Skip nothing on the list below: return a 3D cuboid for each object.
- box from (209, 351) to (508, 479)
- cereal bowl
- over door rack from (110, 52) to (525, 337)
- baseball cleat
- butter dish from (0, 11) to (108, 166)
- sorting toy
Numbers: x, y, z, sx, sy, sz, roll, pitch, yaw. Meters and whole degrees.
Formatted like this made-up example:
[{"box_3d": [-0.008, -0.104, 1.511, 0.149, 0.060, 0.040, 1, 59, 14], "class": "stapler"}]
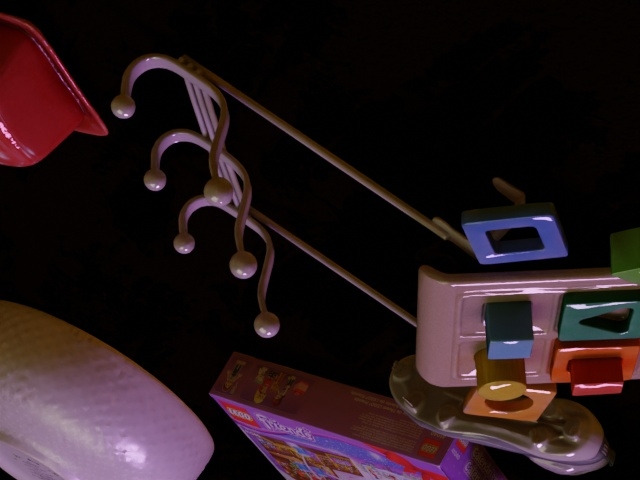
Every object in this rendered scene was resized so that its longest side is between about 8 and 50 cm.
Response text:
[{"box_3d": [0.052, 0.216, 1.964, 0.293, 0.057, 0.201, 14, 153, 37], "class": "box"}, {"box_3d": [-0.305, 0.221, 2.336, 0.339, 0.141, 0.339, 26, 157, 12], "class": "cereal bowl"}, {"box_3d": [0.000, 0.000, 1.497, 0.324, 0.108, 0.239, 23, 158, 19], "class": "over door rack"}, {"box_3d": [0.156, 0.159, 1.689, 0.206, 0.072, 0.109, 20, 163, 35], "class": "baseball cleat"}, {"box_3d": [-0.282, -0.114, 1.604, 0.160, 0.118, 0.160, 17, 154, 31], "class": "butter dish"}, {"box_3d": [0.167, 0.076, 1.424, 0.196, 0.047, 0.347, 1, 152, 3], "class": "sorting toy"}]
